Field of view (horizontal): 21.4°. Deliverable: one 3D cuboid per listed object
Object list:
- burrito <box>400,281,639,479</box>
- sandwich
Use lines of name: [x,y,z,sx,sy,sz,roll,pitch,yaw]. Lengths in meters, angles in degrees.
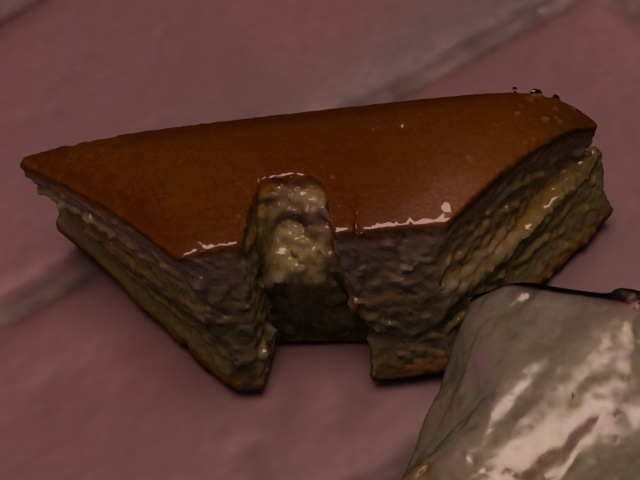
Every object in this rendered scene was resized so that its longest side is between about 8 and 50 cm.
burrito: [0.077,0.124,0.592,0.144,0.089,0.229,9,59,36]
sandwich: [0.000,0.000,0.687,0.244,0.090,0.088,-4,51,5]
